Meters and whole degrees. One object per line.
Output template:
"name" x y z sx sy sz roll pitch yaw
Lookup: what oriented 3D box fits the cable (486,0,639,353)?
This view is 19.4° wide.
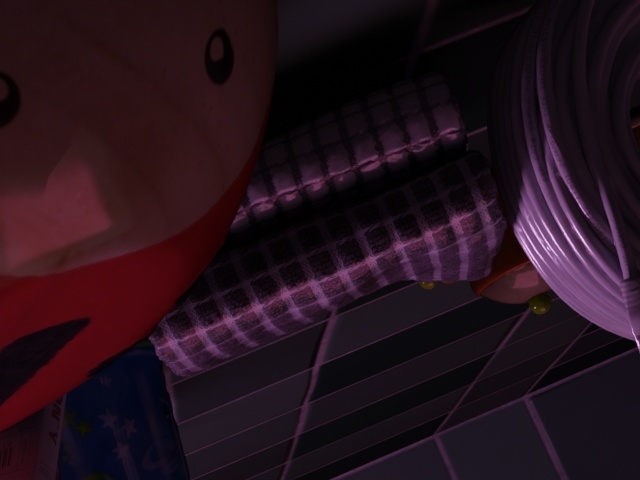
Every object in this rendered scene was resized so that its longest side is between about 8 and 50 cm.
"cable" 0.226 -0.061 1.144 0.257 0.257 0.089 -23 174 -27

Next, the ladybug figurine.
"ladybug figurine" -0.164 -0.013 0.825 0.305 0.162 0.449 -18 166 -29

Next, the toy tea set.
"toy tea set" 0.252 -0.019 1.661 0.336 0.124 0.200 -23 167 -4

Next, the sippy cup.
"sippy cup" -0.202 0.203 1.506 0.305 0.224 0.240 -14 163 -38

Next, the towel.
"towel" 0.000 0.000 1.218 0.235 0.121 0.283 -24 174 3

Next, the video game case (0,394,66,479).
"video game case" -0.223 0.081 1.025 0.201 0.183 0.023 -17 138 23
